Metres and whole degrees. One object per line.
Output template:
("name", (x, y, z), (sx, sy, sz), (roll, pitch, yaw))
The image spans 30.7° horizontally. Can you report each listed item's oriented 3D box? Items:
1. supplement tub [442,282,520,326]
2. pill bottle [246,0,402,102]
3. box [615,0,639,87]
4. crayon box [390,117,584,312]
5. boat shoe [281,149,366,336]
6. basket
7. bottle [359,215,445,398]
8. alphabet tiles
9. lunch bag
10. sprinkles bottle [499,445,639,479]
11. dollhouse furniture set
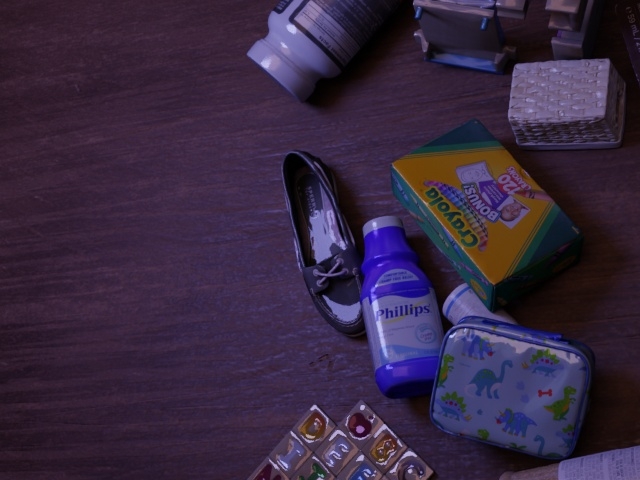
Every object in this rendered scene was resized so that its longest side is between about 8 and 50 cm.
("supplement tub", (0.243, 0.120, 1.765), (0.071, 0.071, 0.107), (-48, 59, 3))
("pill bottle", (0.010, -0.385, 2.023), (0.278, 0.162, 0.162), (-49, 58, 3))
("box", (0.561, -0.275, 1.702), (0.203, 0.167, 0.169), (-19, 63, 19))
("crayon box", (0.249, -0.043, 1.786), (0.165, 0.081, 0.278), (-29, 58, -14))
("boat shoe", (0.000, 0.000, 1.917), (0.112, 0.095, 0.335), (-25, 61, 16))
("basket", (0.379, -0.211, 1.806), (0.167, 0.103, 0.113), (0, 71, 27))
("bottle", (0.122, 0.100, 1.813), (0.118, 0.092, 0.283), (-8, 65, -3))
("alphabet tiles", (0.006, 0.427, 1.800), (0.342, 0.011, 0.285), (-49, 58, 2))
("lunch bag", (0.275, 0.205, 1.662), (0.219, 0.090, 0.176), (12, 99, 17))
("sprinkles bottle", (0.422, 0.335, 1.562), (0.355, 0.121, 0.121), (-17, 64, 20))
("dollhouse furniture set", (0.281, -0.404, 1.818), (0.303, 0.286, 0.198), (12, 79, 18))
